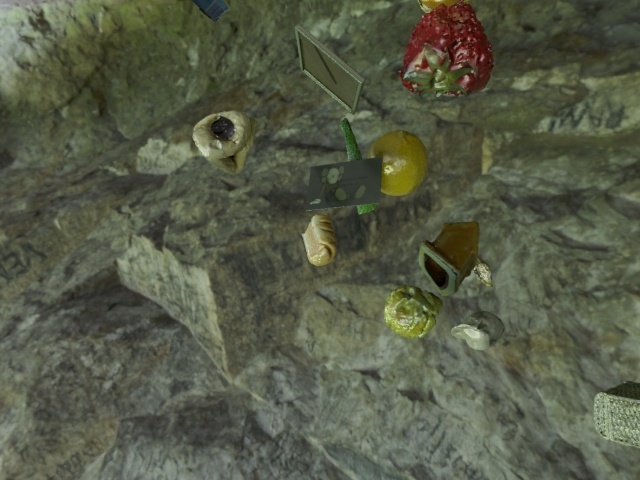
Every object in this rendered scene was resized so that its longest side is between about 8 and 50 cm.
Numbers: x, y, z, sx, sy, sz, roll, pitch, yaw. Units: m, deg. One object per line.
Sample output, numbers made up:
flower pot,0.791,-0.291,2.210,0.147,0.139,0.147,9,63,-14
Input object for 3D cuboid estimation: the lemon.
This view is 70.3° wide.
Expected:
lemon,0.224,-0.227,1.323,0.178,0.203,0.179,-1,-135,1

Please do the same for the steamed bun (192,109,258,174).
steamed bun,-0.245,-0.287,1.256,0.155,0.172,0.141,-39,-117,12

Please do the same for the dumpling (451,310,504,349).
dumpling,0.584,0.343,1.702,0.247,0.143,0.172,18,149,-39

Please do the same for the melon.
melon,0.108,-0.211,1.261,0.053,0.262,0.114,-10,-165,21

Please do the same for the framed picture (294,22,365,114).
framed picture,0.020,-0.380,1.041,0.016,0.184,0.250,-50,180,1

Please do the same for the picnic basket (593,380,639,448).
picnic basket,0.865,0.473,1.249,0.196,0.134,0.154,1,175,-37

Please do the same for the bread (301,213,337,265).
bread,0.000,0.000,1.461,0.084,0.119,0.177,13,-131,-32

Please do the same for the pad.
pad,0.057,-0.138,1.106,0.189,0.004,0.128,-4,-114,21

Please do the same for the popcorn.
popcorn,0.327,0.243,1.572,0.212,0.198,0.197,-22,-154,-38

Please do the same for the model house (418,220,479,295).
model house,0.501,0.051,1.705,0.173,0.268,0.239,35,-112,27

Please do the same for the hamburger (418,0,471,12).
hamburger,0.310,-0.639,1.129,0.161,0.162,0.115,0,-173,24

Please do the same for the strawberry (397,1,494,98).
strawberry,0.266,-0.397,0.950,0.184,0.202,0.186,17,168,-31

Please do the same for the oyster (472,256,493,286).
oyster,0.657,0.094,1.914,0.071,0.133,0.209,-27,-153,10

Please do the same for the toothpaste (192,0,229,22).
toothpaste,-0.283,-0.547,0.936,0.053,0.066,0.272,-39,170,13
